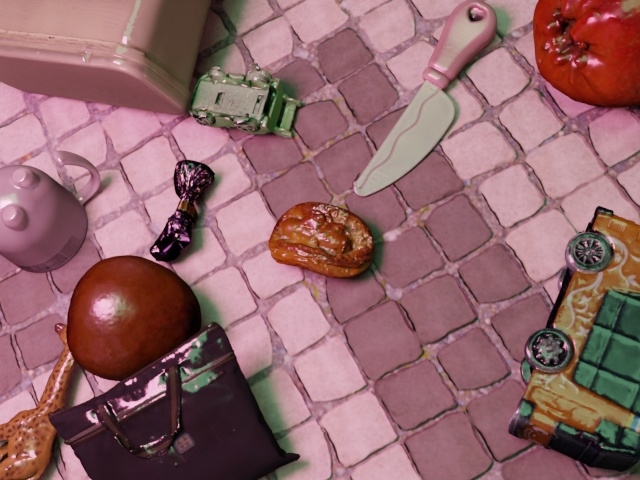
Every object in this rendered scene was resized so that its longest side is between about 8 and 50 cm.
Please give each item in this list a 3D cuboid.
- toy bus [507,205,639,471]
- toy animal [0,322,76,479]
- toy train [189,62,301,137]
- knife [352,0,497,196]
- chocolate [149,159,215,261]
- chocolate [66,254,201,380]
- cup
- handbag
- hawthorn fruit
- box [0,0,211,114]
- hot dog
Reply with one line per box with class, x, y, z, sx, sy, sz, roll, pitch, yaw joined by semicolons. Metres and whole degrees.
toy bus;0.334;0.122;1.003;0.167;0.138;0.275;23;74;17
toy animal;-0.395;0.240;1.159;0.275;0.054;0.149;-46;64;-4
toy train;-0.114;-0.199;1.257;0.149;0.081;0.099;7;73;21
knife;0.158;-0.195;1.224;0.081;0.043;0.336;29;84;14
chocolate;-0.195;-0.038;1.224;0.070;0.072;0.147;16;79;-25
chocolate;-0.241;0.103;1.124;0.176;0.177;0.177;-4;69;11
cup;-0.406;-0.044;1.222;0.173;0.142;0.134;-11;67;7
handbag;-0.186;0.247;1.073;0.254;0.089;0.211;-31;93;3
hawthorn fruit;0.429;-0.286;1.109;0.299;0.211;0.211;-19;66;-7
box;-0.328;-0.392;1.270;0.351;0.177;0.344;12;83;25
hot dog;0.000;0.002;1.159;0.147;0.065;0.099;16;64;19
